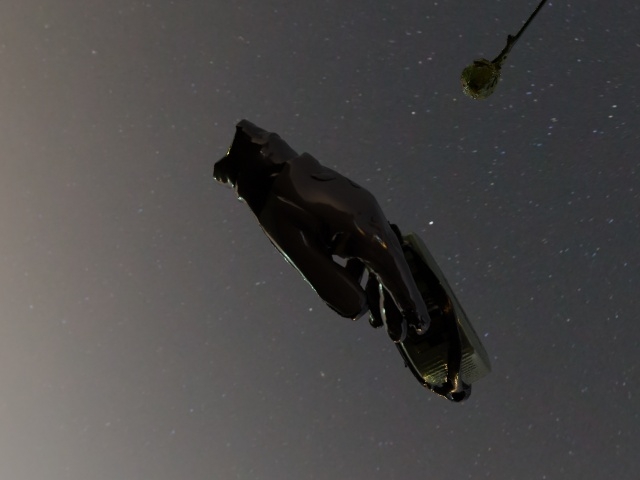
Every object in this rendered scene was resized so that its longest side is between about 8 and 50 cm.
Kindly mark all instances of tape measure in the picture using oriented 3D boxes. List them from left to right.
[{"bbox_3d":[0.145,0.114,0.805,0.115,0.235,0.207,-27,-128,12],"label":"tape measure"}]

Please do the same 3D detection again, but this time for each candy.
[{"bbox_3d":[0.174,-0.182,0.526,0.123,0.035,0.035,-52,-128,36],"label":"candy"}]

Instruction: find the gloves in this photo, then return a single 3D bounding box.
[{"bbox_3d":[0.001,-0.010,0.576,0.285,0.142,0.119,47,-52,4],"label":"gloves"}]
